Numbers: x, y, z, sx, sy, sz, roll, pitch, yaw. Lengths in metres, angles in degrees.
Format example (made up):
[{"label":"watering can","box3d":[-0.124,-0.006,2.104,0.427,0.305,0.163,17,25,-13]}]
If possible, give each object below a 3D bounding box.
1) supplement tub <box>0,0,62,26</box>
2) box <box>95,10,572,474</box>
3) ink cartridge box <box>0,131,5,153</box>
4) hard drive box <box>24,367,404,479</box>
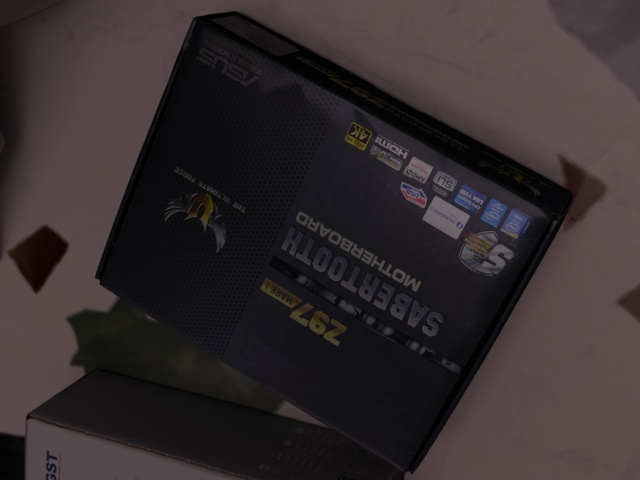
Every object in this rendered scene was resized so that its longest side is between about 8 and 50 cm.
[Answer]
[{"label":"supplement tub","box3d":[-0.199,-0.234,0.562,0.144,0.144,0.200,-30,93,25]},{"label":"box","box3d":[0.000,0.000,0.599,0.232,0.059,0.183,31,115,11]},{"label":"ink cartridge box","box3d":[-0.350,-0.137,0.632,0.303,0.307,0.072,24,67,13]},{"label":"hard drive box","box3d":[-0.073,0.204,0.669,0.232,0.089,0.181,12,109,17]}]
